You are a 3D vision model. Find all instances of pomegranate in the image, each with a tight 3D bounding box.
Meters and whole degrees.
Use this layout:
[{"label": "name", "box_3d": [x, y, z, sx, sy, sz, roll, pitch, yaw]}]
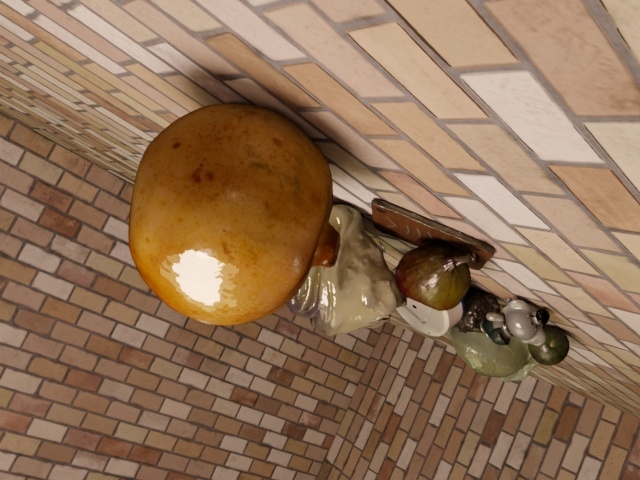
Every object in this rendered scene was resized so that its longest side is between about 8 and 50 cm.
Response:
[{"label": "pomegranate", "box_3d": [-0.143, -0.049, 1.145, 0.417, 0.416, 0.416, 25, 172, 4]}]

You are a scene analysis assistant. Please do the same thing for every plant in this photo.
[{"label": "plant", "box_3d": [0.424, 0.200, 1.843, 0.132, 0.129, 0.194, 32, 166, -26]}]

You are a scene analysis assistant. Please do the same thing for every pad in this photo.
[{"label": "pad", "box_3d": [0.250, -0.007, 1.445, 0.284, 0.018, 0.286, 23, 173, 11]}]

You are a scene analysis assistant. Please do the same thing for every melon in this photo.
[{"label": "melon", "box_3d": [0.667, 0.309, 1.833, 0.114, 0.114, 0.167, 23, 172, 14]}]

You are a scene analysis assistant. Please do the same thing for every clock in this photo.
[{"label": "clock", "box_3d": [0.289, 0.157, 1.756, 0.230, 0.083, 0.230, 39, 147, 31]}]

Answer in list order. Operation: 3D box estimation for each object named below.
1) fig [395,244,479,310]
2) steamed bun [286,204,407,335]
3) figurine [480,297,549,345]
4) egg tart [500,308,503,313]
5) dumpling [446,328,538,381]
[{"label": "fig", "box_3d": [0.272, 0.072, 1.381, 0.170, 0.145, 0.274, 24, 161, -5]}, {"label": "steamed bun", "box_3d": [0.010, 0.088, 1.563, 0.394, 0.237, 0.346, 37, 147, 39]}, {"label": "figurine", "box_3d": [0.527, 0.219, 1.684, 0.192, 0.126, 0.147, -22, 108, 46]}, {"label": "egg tart", "box_3d": [0.594, 0.244, 1.880, 0.129, 0.049, 0.129, 26, 170, 5]}, {"label": "dumpling", "box_3d": [0.572, 0.355, 2.093, 0.321, 0.211, 0.270, 18, 174, -33]}]
